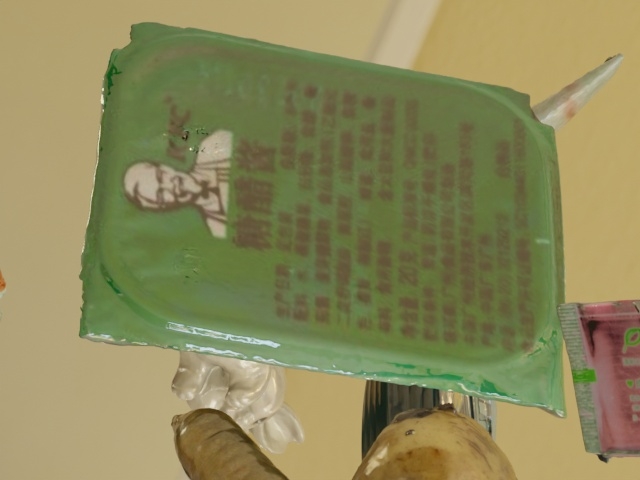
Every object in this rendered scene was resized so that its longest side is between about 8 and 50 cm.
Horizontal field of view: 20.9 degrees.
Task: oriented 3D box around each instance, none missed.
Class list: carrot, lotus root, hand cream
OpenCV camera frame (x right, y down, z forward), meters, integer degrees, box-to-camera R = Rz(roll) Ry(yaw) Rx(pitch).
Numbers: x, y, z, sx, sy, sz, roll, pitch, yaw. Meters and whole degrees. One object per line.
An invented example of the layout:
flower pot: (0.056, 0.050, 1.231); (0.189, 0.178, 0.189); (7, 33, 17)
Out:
carrot: (0.000, 0.190, 0.962); (0.070, 0.070, 0.342); (23, 15, -47)
lotus root: (0.094, 0.209, 1.430); (0.140, 0.154, 0.257); (-8, 9, 3)
hand cream: (0.231, 0.064, 0.819); (0.050, 0.079, 0.275); (20, -18, -41)

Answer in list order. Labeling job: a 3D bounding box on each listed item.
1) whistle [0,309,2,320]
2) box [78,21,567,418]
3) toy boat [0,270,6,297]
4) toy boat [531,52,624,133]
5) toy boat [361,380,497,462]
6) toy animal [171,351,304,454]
whistle: (-0.286, 0.098, 1.178); (0.110, 0.092, 0.244); (-14, 20, 13)
box: (0.000, 0.000, 1.218); (0.337, 0.264, 0.106); (9, -34, -10)
toy boat: (-0.424, 0.093, 1.435); (0.145, 0.332, 0.133); (47, -28, 15)
toy boat: (0.176, -0.088, 1.686); (0.096, 0.282, 0.206); (50, -4, 10)
toy boat: (0.103, 0.191, 1.643); (0.114, 0.296, 0.122); (-10, -15, 43)
toy animal: (-0.078, 0.157, 1.680); (0.104, 0.130, 0.220); (-5, -48, 7)
